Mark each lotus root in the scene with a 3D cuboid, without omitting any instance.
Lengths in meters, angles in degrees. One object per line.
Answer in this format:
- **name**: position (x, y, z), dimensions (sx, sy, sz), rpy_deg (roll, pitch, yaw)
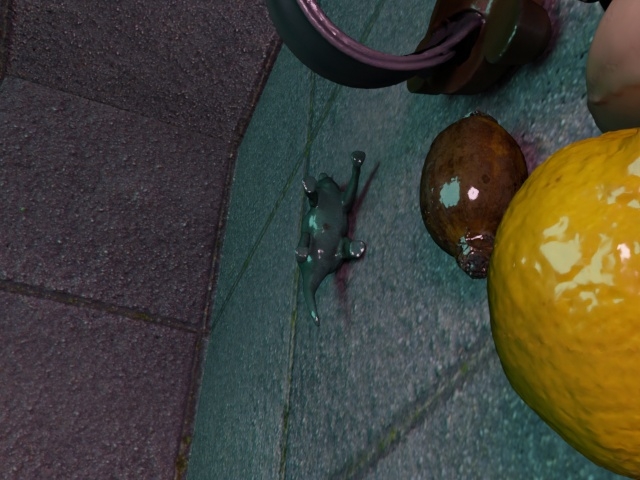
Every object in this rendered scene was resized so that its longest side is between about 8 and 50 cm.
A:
- **lotus root**: position (0.164, -0.052, 0.819), dimensions (0.120, 0.120, 0.209), rpy_deg (128, 154, -55)

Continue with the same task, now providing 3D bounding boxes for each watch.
- **watch**: position (0.101, -0.360, 0.939), dimensions (0.314, 0.327, 0.335), rpy_deg (-168, 94, -75)

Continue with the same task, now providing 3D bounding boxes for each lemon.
- **lemon**: position (0.195, 0.040, 0.440), dimensions (0.188, 0.188, 0.256), rpy_deg (-96, -12, -54)

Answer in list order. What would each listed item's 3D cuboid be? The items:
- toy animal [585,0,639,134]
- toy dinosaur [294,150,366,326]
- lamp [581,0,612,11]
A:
- **toy animal**: position (0.277, -0.159, 0.414), dimensions (0.256, 0.195, 0.213), rpy_deg (-70, -13, 9)
- **toy dinosaur**: position (0.000, 0.000, 1.437), dimensions (0.331, 0.129, 0.383), rpy_deg (118, 163, -73)
- **lamp**: position (0.219, -0.249, 0.591), dimensions (0.147, 0.228, 0.172), rpy_deg (-141, 67, -74)
